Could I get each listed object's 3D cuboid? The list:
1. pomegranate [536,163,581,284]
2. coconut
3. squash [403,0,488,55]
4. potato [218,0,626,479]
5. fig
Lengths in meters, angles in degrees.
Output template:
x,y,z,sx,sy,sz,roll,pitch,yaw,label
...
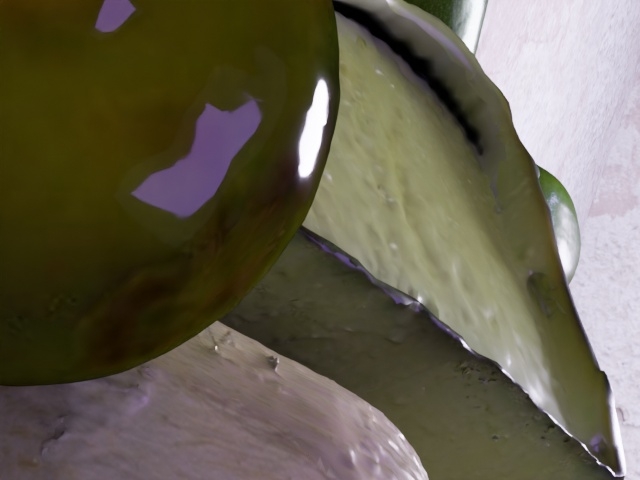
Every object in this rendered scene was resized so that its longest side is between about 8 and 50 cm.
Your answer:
x,y,z,sx,sy,sz,roll,pitch,yaw,label
0.149,-0.013,1.375,0.225,0.187,0.187,34,73,-47,pomegranate
-0.070,0.181,0.631,0.297,0.254,0.297,-56,-174,9,coconut
0.070,-0.177,1.047,0.107,0.107,0.395,-48,150,-54,squash
0.000,0.000,0.863,0.330,0.213,0.280,37,38,-35,potato
-0.094,-0.043,0.498,0.230,0.207,0.207,92,22,-52,fig
